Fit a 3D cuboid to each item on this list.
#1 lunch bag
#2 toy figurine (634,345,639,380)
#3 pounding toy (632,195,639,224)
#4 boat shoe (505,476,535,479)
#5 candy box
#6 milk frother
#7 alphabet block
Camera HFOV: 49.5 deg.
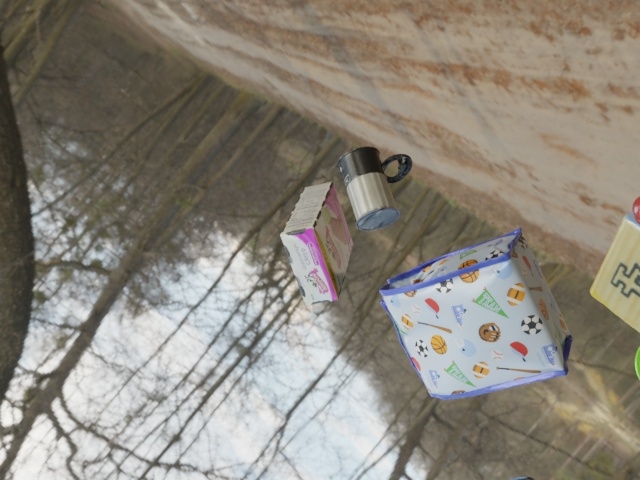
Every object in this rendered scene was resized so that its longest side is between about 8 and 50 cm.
[{"bbox_3d":[0.368,0.192,1.701,0.328,0.385,0.239,63,-150,-4],"label":"lunch bag"},{"bbox_3d":[0.728,0.226,1.389,0.130,0.173,0.159,3,169,-2],"label":"toy figurine"},{"bbox_3d":[0.546,-0.024,1.050,0.236,0.110,0.183,1,-108,-60],"label":"pounding toy"},{"bbox_3d":[0.333,0.553,1.416,0.089,0.258,0.109,-22,-92,-62],"label":"boat shoe"},{"bbox_3d":[0.000,0.000,1.384,0.233,0.071,0.159,-68,-37,-61],"label":"candy box"},{"bbox_3d":[0.119,-0.096,1.300,0.129,0.143,0.135,71,-177,-67],"label":"milk frother"},{"bbox_3d":[0.658,0.053,1.291,0.193,0.192,0.197,46,145,37],"label":"alphabet block"}]
